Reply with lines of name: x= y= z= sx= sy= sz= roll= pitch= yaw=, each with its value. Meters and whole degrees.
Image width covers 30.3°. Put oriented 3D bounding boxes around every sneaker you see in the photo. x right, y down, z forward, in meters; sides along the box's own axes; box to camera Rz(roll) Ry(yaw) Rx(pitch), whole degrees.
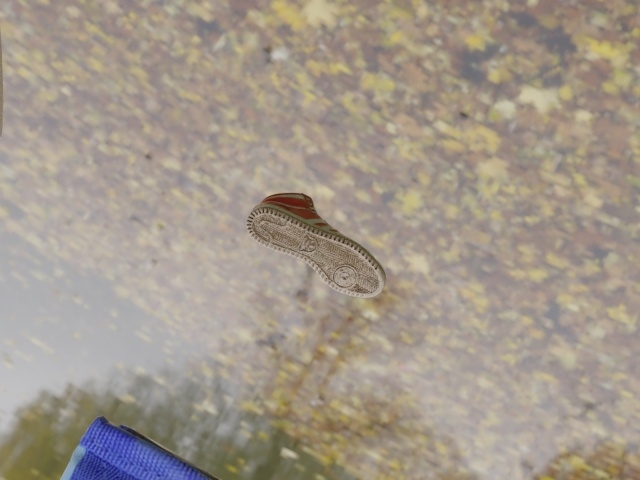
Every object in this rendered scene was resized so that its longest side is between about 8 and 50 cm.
sneaker: x=0.000 y=0.000 z=0.929 sx=0.118 sy=0.042 sz=0.067 roll=30 pitch=-164 yaw=-5

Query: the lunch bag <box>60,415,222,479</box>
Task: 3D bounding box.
lunch bag: x=-0.046 y=0.208 z=0.424 sx=0.138 sy=0.221 sz=0.293 roll=18 pitch=163 yaw=34

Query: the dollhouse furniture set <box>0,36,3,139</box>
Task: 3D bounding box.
dollhouse furniture set: x=-0.295 y=-0.143 z=0.813 sx=0.198 sy=0.286 sz=0.303 roll=-6 pitch=171 yaw=-1
